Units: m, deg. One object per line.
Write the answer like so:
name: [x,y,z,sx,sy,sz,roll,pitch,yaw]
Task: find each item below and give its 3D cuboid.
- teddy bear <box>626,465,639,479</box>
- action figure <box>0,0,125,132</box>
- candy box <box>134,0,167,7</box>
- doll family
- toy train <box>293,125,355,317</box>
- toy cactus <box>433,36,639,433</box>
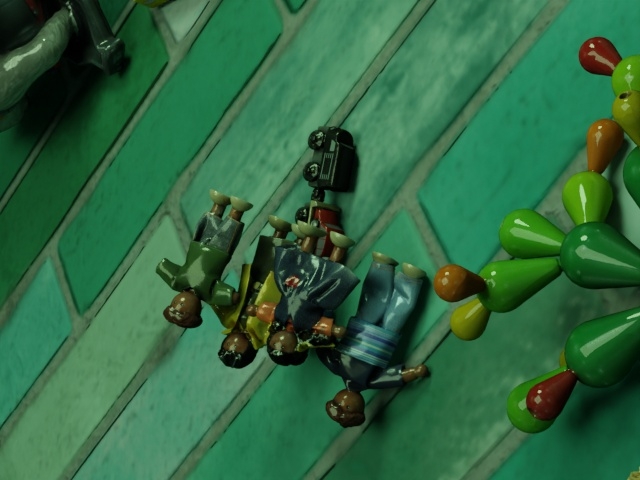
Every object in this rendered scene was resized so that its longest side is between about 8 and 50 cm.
teddy bear: [0.219,0.206,0.807,0.245,0.113,0.338,28,109,60]
action figure: [-0.348,-0.219,1.495,0.341,0.330,0.178,25,62,39]
candy box: [-0.109,-0.301,1.436,0.105,0.027,0.206,-15,68,46]
doll family: [-0.019,0.047,1.142,0.193,0.076,0.111,19,83,37]
toy train: [0.000,0.000,1.203,0.036,0.027,0.158,5,84,42]
toy cactus: [0.161,0.008,0.942,0.180,0.112,0.219,23,89,43]
